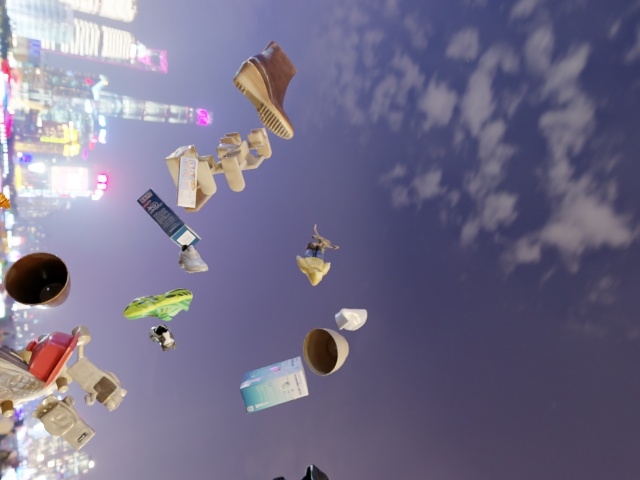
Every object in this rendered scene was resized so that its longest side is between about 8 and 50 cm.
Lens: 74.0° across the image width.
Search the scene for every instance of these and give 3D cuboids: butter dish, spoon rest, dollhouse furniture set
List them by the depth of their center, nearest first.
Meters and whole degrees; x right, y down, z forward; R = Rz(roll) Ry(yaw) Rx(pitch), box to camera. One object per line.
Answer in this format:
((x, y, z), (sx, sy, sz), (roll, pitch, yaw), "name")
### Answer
((-0.827, 0.341, 1.289), (0.160, 0.118, 0.160), (-60, -159, -3), "butter dish")
((-0.436, -0.293, 1.877), (0.393, 0.362, 0.257), (-4, -59, 16), "dollhouse furniture set")
((0.135, 0.358, 1.949), (0.137, 0.276, 0.084), (-41, -112, 10), "spoon rest")

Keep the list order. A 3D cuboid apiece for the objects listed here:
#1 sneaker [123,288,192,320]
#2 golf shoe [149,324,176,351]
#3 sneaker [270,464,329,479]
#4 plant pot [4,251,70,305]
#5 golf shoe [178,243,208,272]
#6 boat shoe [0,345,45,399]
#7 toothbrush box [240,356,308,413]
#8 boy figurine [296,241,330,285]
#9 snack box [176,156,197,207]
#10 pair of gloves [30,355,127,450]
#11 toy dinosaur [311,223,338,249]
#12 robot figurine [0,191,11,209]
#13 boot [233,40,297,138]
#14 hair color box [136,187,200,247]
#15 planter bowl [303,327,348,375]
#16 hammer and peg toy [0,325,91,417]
((-0.679, 0.293, 1.805), (0.109, 0.295, 0.124), (21, -68, 41), "sneaker")
((-0.655, 0.378, 1.753), (0.198, 0.077, 0.094), (14, -61, 45), "golf shoe")
((-0.101, 0.657, 1.024), (0.146, 0.293, 0.102), (62, -26, 1), "sneaker")
((-1.118, 0.190, 1.730), (0.230, 0.215, 0.216), (123, -47, -61), "plant pot")
((-0.459, 0.063, 1.512), (0.176, 0.069, 0.086), (16, -71, 44), "golf shoe")
((-1.017, 0.405, 1.374), (0.356, 0.132, 0.130), (88, -23, -54), "boat shoe")
((-0.217, 0.683, 2.030), (0.216, 0.295, 0.126), (-150, -134, -86), "toothbrush box")
((-0.037, 0.117, 2.140), (0.285, 0.177, 0.092), (-87, -165, -61), "boy figurine")
((-0.486, -0.212, 1.548), (0.022, 0.064, 0.179), (-2, -96, 54), "snack box")
((-0.785, 0.529, 1.398), (0.240, 0.204, 0.042), (-54, -166, -22), "pair of gloves")
((0.000, 0.000, 1.913), (0.183, 0.092, 0.053), (42, -55, 34), "toy dinosaur")
((-1.360, -0.120, 1.707), (0.290, 0.211, 0.085), (-1, -50, 44), "robot figurine")
((-0.124, -0.459, 1.292), (0.248, 0.207, 0.090), (48, -29, -21), "boot")
((-0.792, -0.108, 2.220), (0.347, 0.105, 0.174), (40, -11, 27), "hair color box")
((0.033, 0.392, 1.526), (0.161, 0.109, 0.162), (-4, -96, 40), "planter bowl")
((-1.041, 0.488, 1.598), (0.127, 0.361, 0.266), (40, -43, 38), "hammer and peg toy")
